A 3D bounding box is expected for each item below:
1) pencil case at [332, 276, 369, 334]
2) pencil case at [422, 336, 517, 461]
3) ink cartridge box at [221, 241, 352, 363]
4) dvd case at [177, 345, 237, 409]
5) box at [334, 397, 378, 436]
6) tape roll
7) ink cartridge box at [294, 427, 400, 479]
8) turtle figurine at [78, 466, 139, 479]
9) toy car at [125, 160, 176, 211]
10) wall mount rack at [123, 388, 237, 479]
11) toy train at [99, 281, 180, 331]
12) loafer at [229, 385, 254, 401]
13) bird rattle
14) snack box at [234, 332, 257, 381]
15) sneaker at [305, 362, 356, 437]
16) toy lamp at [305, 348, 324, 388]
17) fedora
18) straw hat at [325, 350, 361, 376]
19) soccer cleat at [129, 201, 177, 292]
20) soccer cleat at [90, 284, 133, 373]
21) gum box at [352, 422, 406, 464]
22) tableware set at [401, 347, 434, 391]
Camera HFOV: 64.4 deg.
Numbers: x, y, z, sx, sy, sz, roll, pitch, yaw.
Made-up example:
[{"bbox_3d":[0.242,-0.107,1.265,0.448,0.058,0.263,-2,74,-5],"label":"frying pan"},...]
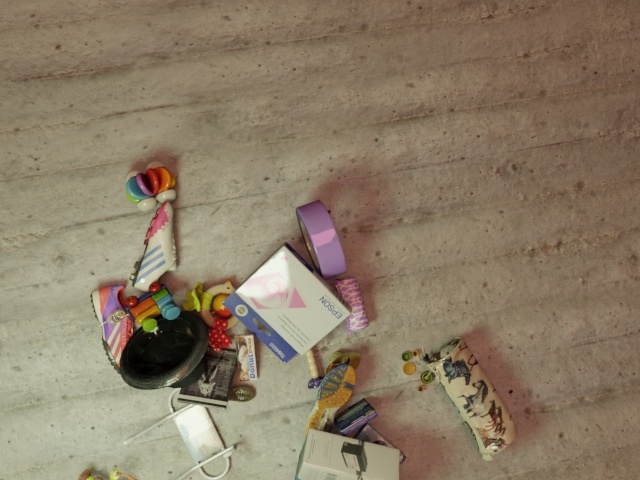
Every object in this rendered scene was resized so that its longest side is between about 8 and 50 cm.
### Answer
[{"bbox_3d":[0.112,0.231,1.856,0.088,0.086,0.206,-12,81,-41],"label":"pencil case"},{"bbox_3d":[0.536,0.561,1.810,0.183,0.160,0.410,-29,86,-25],"label":"pencil case"},{"bbox_3d":[-0.121,0.229,1.727,0.330,0.071,0.324,-44,98,12],"label":"ink cartridge box"},{"bbox_3d":[-0.384,0.467,1.757,0.164,0.018,0.221,10,45,-3],"label":"dvd case"},{"bbox_3d":[0.119,0.606,1.737,0.136,0.225,0.036,-29,85,-8],"label":"box"},{"bbox_3d":[0.000,0.000,1.785,0.090,0.275,0.275,-20,84,-6],"label":"tape roll"},{"bbox_3d":[0.083,0.754,1.667,0.307,0.223,0.129,14,42,-1],"label":"ink cartridge box"},{"bbox_3d":[-0.686,0.842,1.674,0.217,0.269,0.087,9,37,17],"label":"turtle figurine"},{"bbox_3d":[-0.617,-0.201,1.829,0.182,0.136,0.159,-24,85,-8],"label":"toy car"},{"bbox_3d":[-0.467,0.688,1.724,0.304,0.130,0.350,-28,85,-8],"label":"wall mount rack"},{"bbox_3d":[-0.601,0.258,1.703,0.248,0.105,0.143,-33,44,-22],"label":"toy train"},{"bbox_3d":[-0.308,0.542,1.801,0.148,0.050,0.056,6,85,-20],"label":"loafer"},{"bbox_3d":[-0.362,0.253,1.800,0.207,0.143,0.253,-31,89,-25],"label":"bird rattle"},{"bbox_3d":[-0.262,0.414,1.799,0.064,0.022,0.178,-5,108,-6],"label":"snack box"},{"bbox_3d":[0.025,0.557,1.780,0.112,0.131,0.296,29,88,-1],"label":"sneaker"},{"bbox_3d":[-0.043,0.387,1.830,0.080,0.080,0.275,-15,86,-7],"label":"toy lamp"},{"bbox_3d":[-0.498,0.393,1.700,0.334,0.334,0.152,-31,128,-8],"label":"fedora"},{"bbox_3d":[0.069,0.433,1.837,0.144,0.144,0.061,-29,43,-8],"label":"straw hat"},{"bbox_3d":[-0.568,0.030,1.827,0.143,0.116,0.331,20,83,-18],"label":"soccer cleat"},{"bbox_3d":[-0.700,0.309,1.772,0.116,0.108,0.318,-18,82,-11],"label":"soccer cleat"},{"bbox_3d":[0.185,0.772,1.813,0.184,0.041,0.157,41,81,1],"label":"gum box"},{"bbox_3d":[0.359,0.479,1.877,0.104,0.024,0.154,-14,84,-6],"label":"tableware set"}]
